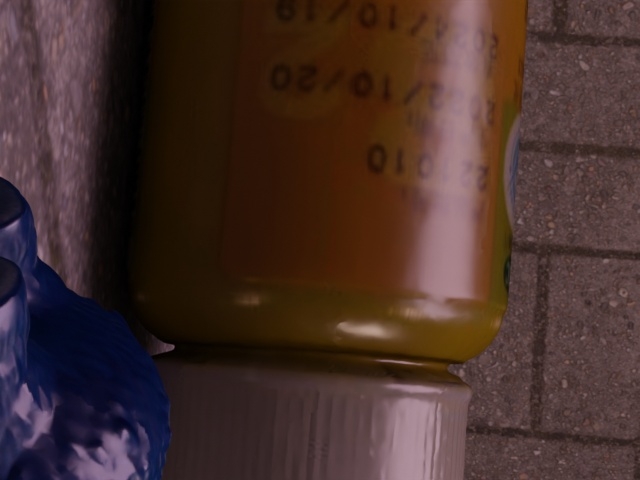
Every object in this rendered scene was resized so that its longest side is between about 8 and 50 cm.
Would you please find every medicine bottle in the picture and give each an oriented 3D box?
[{"bbox_3d":[0.000,0.000,0.938,0.224,0.224,0.384,36,58,-79],"label":"medicine bottle"}]

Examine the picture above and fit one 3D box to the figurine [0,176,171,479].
[{"bbox_3d":[-0.114,0.101,0.608,0.262,0.121,0.164,87,8,-47],"label":"figurine"}]
